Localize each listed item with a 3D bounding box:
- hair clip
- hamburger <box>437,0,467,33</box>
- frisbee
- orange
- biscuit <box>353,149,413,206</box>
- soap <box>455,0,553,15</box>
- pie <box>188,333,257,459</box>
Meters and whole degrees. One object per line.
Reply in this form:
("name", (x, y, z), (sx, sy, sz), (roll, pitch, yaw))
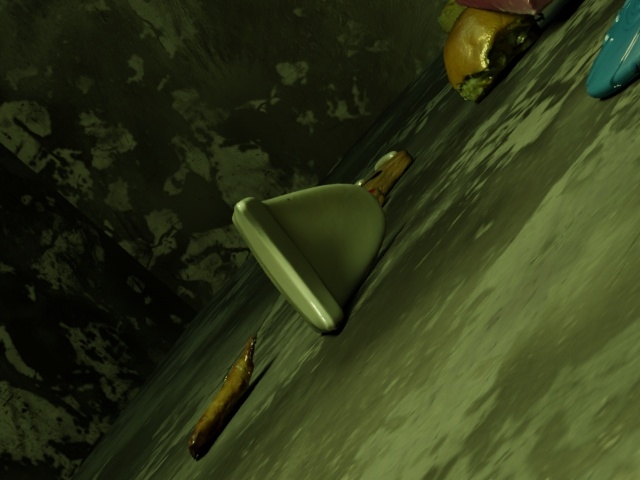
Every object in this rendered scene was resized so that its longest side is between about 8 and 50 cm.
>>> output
("hair clip", (-0.015, 0.012, 1.690), (0.113, 0.172, 0.282), (-37, 0, 30))
("hamburger", (0.326, -0.450, 2.488), (0.285, 0.134, 0.265), (-55, 5, 14))
("frisbee", (0.302, -0.220, 1.243), (0.242, 0.045, 0.242), (-47, 5, 5))
("orange", (0.237, -0.283, 2.092), (0.160, 0.112, 0.170), (-47, -7, 32))
("biscuit", (0.038, -0.030, 2.228), (0.197, 0.049, 0.301), (-48, 5, 44))
("soap", (0.328, -0.468, 1.991), (0.359, 0.128, 0.233), (-43, 24, -9))
("pie", (-0.122, 0.205, 1.830), (0.191, 0.033, 0.088), (-60, 2, -41))
